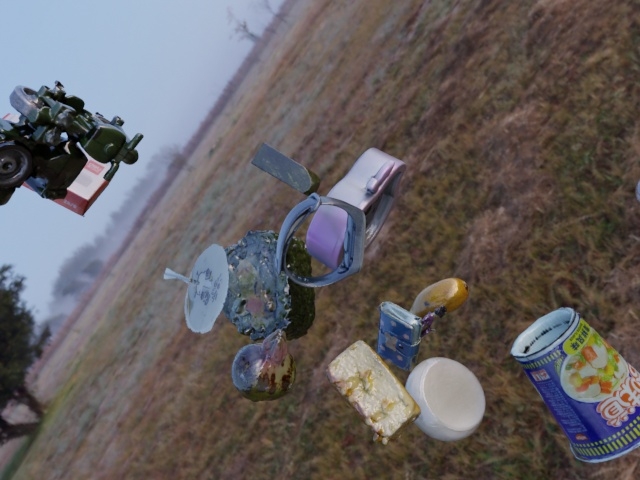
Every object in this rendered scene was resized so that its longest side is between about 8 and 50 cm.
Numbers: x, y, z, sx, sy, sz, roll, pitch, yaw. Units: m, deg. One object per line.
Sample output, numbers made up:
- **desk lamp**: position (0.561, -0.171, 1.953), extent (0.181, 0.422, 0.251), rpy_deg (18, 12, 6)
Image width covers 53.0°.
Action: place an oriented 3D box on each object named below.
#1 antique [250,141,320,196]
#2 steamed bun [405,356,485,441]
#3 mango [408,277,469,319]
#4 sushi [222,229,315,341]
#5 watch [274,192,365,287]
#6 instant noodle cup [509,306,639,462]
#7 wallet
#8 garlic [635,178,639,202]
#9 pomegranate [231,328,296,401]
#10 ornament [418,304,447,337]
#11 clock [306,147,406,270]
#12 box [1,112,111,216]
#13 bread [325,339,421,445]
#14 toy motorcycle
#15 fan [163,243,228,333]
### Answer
- **antique**: position (-0.102, -0.220, 2.032), extent (0.080, 0.221, 0.081), rpy_deg (-60, -8, 4)
- **steamed bun**: position (0.335, 0.447, 1.789), extent (0.145, 0.232, 0.231), rpy_deg (-57, 7, 52)
- **mango**: position (0.426, 0.228, 2.383), extent (0.177, 0.120, 0.295), rpy_deg (-12, -18, -44)
- **sushi**: position (-0.176, 0.148, 2.034), extent (0.294, 0.178, 0.351), rpy_deg (-15, 75, 28)
- **watch**: position (0.000, 0.000, 1.389), extent (0.068, 0.193, 0.206), rpy_deg (-124, 36, -65)
- **instant noodle cup**: position (0.658, 0.346, 1.620), extent (0.284, 0.312, 0.284), rpy_deg (-40, 2, 1)
- **wallet**: position (0.230, 0.286, 1.907), extent (0.059, 0.141, 0.202), rpy_deg (-39, -37, -38)
- **garlic**: position (0.802, -0.093, 1.335), extent (0.207, 0.257, 0.207), rpy_deg (-28, 56, 52)
- **pomegranate**: position (-0.109, 0.261, 1.307), extent (0.163, 0.138, 0.125), rpy_deg (128, 150, -53)
- **ornament**: position (0.328, 0.283, 2.081), extent (0.203, 0.081, 0.088), rpy_deg (-31, 30, 10)
- **clock**: position (0.090, -0.074, 1.653), extent (0.338, 0.102, 0.338), rpy_deg (-53, -15, -22)
- **box**: position (-0.526, -0.148, 1.233), extent (0.050, 0.229, 0.123), rpy_deg (-54, 11, 38)
- **bread**: position (0.109, 0.311, 1.287), extent (0.114, 0.184, 0.274), rpy_deg (-39, -18, -2)
- **toy motorcycle**: position (-0.410, -0.132, 0.990), extent (0.205, 0.127, 0.275), rpy_deg (-51, -19, 9)
- **fan**: position (-0.335, 0.111, 1.706), extent (0.415, 0.012, 0.233), rpy_deg (14, 86, 56)
